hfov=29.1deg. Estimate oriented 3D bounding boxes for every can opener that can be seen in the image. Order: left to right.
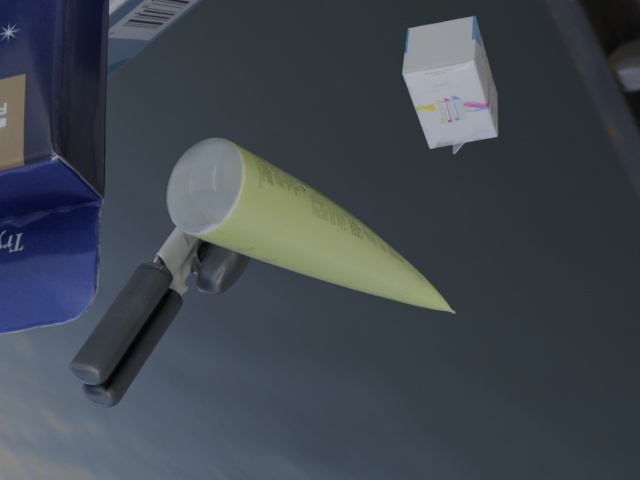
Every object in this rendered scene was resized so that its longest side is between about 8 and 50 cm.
[{"bbox_3d":[-0.166,0.065,1.371,0.095,0.283,0.076,7,136,26],"label":"can opener"}]

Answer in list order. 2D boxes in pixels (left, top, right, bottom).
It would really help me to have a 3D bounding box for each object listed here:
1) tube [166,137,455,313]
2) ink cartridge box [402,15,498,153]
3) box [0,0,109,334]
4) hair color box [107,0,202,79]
[{"bbox_3d":[0.000,0.000,0.811,0.062,0.240,0.070,-21,64,30],"label":"tube"},{"bbox_3d":[0.165,-0.188,1.526,0.090,0.092,0.143,-9,135,18],"label":"ink cartridge box"},{"bbox_3d":[-0.136,-0.073,0.408,0.137,0.225,0.036,-10,155,14],"label":"box"},{"bbox_3d":[-0.174,-0.278,0.617,0.374,0.185,0.113,54,-168,-1],"label":"hair color box"}]
